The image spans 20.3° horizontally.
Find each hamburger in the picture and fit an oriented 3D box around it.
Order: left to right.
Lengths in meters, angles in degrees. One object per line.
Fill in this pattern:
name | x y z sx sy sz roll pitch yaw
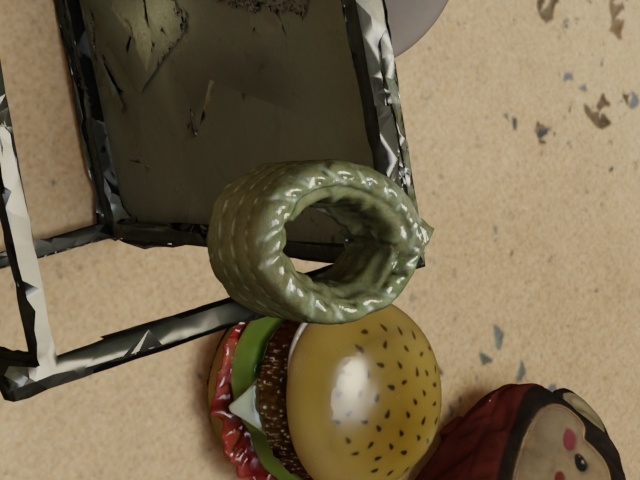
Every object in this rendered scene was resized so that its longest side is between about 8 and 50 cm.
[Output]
hamburger | 0.014 0.110 1.315 0.175 0.137 0.175 -1 92 -41

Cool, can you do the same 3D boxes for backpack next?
backpack | 0.171 0.240 1.447 0.229 0.139 0.229 19 63 -43

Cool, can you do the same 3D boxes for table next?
table | -0.162 -0.065 1.046 0.272 0.335 0.222 -18 103 -35

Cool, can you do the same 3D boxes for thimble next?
thimble | 0.000 0.000 0.923 0.110 0.062 0.085 -7 95 -36

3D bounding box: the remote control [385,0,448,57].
remote control | 0.009 -0.290 1.312 0.221 0.103 0.332 -10 98 -31
